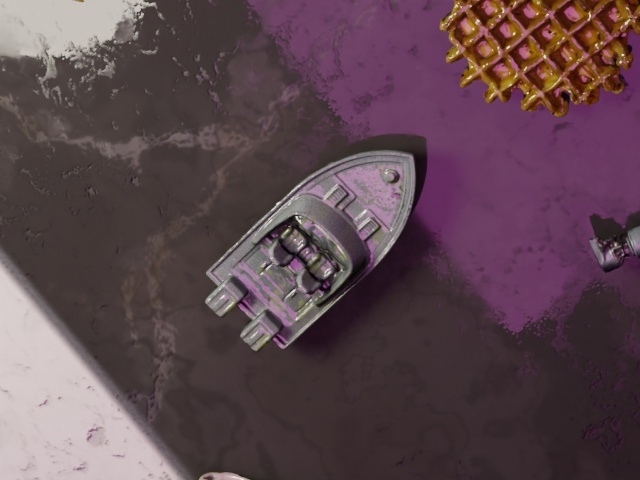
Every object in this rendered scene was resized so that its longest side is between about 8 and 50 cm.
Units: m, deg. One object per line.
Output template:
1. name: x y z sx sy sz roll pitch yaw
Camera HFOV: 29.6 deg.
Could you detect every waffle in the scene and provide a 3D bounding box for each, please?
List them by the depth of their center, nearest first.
1. waffle: 0.249 -0.257 1.366 0.229 0.051 0.231 9 110 10

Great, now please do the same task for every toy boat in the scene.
1. toy boat: 0.000 0.000 1.481 0.141 0.092 0.319 45 110 -5

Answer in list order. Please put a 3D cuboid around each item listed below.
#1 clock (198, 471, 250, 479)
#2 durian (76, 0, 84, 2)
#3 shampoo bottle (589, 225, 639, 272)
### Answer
1. clock: -0.114 0.533 1.587 0.368 0.250 0.376 8 108 11
2. durian: -0.350 -0.389 1.446 0.132 0.165 0.182 -11 136 -24
3. shampoo bottle: 0.461 -0.036 1.378 0.310 0.071 0.098 -23 103 20
